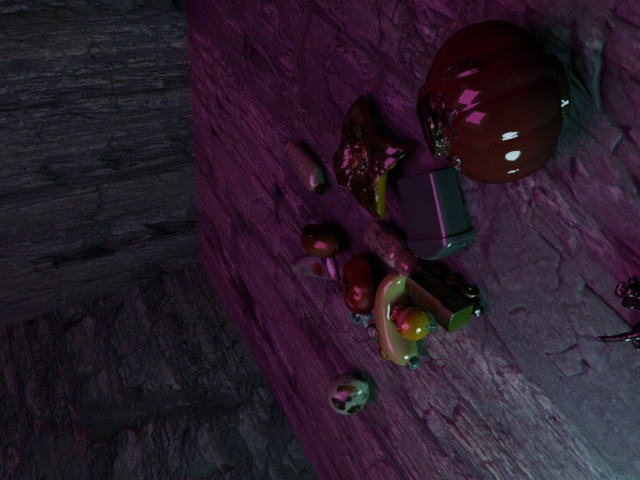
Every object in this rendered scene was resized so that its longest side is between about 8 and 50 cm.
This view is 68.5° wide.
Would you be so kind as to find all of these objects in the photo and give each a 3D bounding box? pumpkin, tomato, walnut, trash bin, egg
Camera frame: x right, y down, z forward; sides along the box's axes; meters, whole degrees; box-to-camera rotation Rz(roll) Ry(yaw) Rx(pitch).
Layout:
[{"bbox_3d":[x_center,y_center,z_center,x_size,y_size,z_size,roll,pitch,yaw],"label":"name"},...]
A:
[{"bbox_3d":[0.134,-0.247,1.389,0.290,0.095,0.258,54,136,35],"label":"pumpkin"},{"bbox_3d":[0.126,0.156,1.662,0.225,0.085,0.224,177,90,-83],"label":"tomato"},{"bbox_3d":[0.000,0.000,1.824,0.245,0.137,0.137,15,120,50],"label":"walnut"},{"bbox_3d":[0.300,-0.067,1.252,0.177,0.101,0.236,-4,101,64],"label":"trash bin"},{"bbox_3d":[0.118,0.639,1.973,0.231,0.169,0.169,-45,66,45],"label":"egg"}]

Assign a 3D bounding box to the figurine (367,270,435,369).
[{"bbox_3d":[0.260,0.254,1.508,0.222,0.124,0.324,28,127,54],"label":"figurine"}]

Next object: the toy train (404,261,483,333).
[{"bbox_3d":[0.329,0.146,1.286,0.225,0.137,0.090,40,140,45],"label":"toy train"}]

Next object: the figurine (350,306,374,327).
[{"bbox_3d":[0.159,0.283,1.752,0.082,0.086,0.094,25,128,53],"label":"figurine"}]

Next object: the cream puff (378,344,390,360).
[{"bbox_3d":[0.237,0.397,1.708,0.083,0.058,0.083,57,152,30],"label":"cream puff"}]

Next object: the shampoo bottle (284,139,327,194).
[{"bbox_3d":[-0.053,-0.274,1.805,0.256,0.078,0.127,59,146,28],"label":"shampoo bottle"}]

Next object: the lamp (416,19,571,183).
[{"bbox_3d":[0.323,-0.256,0.896,0.303,0.257,0.302,-18,-90,-81],"label":"lamp"}]

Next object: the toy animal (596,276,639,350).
[{"bbox_3d":[0.610,0.180,0.836,0.232,0.085,0.148,56,149,35],"label":"toy animal"}]

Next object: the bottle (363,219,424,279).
[{"bbox_3d":[0.227,0.034,1.447,0.209,0.097,0.110,48,126,39],"label":"bottle"}]

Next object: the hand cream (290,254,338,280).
[{"bbox_3d":[-0.035,0.112,2.042,0.341,0.078,0.124,-3,104,58],"label":"hand cream"}]
